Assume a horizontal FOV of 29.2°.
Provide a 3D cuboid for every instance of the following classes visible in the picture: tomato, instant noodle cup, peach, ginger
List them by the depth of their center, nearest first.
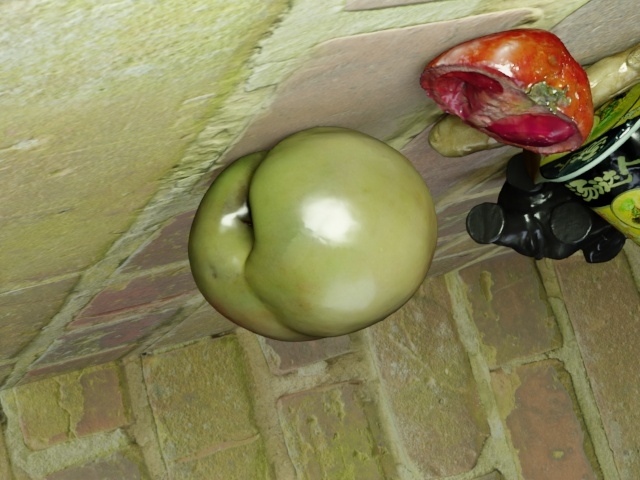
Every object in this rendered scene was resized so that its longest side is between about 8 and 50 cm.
[{"bbox_3d":[0.204,-0.171,1.292,0.189,0.099,0.173,30,168,-21],"label":"tomato"},{"bbox_3d":[-0.001,0.000,1.436,0.292,0.247,0.292,-9,149,-5],"label":"peach"},{"bbox_3d":[0.297,-0.172,1.527,0.334,0.081,0.148,-24,154,33],"label":"ginger"},{"bbox_3d":[0.433,-0.084,1.583,0.215,0.236,0.215,-43,-165,15],"label":"instant noodle cup"}]

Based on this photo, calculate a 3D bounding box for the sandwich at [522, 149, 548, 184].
[{"bbox_3d":[0.348,-0.140,1.777,0.094,0.096,0.258,-12,169,2],"label":"sandwich"}]

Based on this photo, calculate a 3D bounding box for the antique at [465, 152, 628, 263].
[{"bbox_3d":[0.424,-0.061,2.091,0.322,0.185,0.255,-5,169,22],"label":"antique"}]
